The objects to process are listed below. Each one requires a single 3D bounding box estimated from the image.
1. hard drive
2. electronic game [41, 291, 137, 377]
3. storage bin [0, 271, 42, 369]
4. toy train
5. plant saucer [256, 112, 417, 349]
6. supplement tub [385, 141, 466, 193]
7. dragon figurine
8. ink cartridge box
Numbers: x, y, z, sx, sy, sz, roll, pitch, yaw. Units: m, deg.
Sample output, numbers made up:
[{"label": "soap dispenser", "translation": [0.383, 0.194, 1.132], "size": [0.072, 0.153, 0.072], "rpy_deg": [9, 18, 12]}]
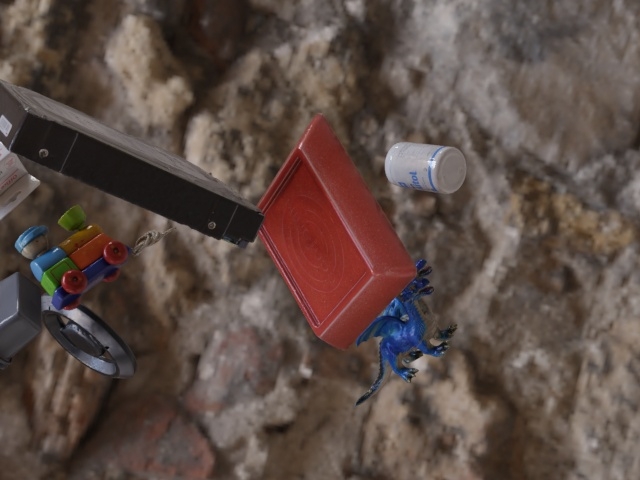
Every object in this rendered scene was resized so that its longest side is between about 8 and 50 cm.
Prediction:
[{"label": "hard drive", "translation": [-0.258, -0.101, 1.585], "size": [0.064, 0.339, 0.237], "rpy_deg": [-63, 28, 4]}, {"label": "electronic game", "translation": [-0.440, 0.181, 2.318], "size": [0.048, 0.229, 0.229], "rpy_deg": [-52, -5, -27]}, {"label": "storage bin", "translation": [-0.489, 0.113, 1.909], "size": [0.091, 0.098, 0.135], "rpy_deg": [-35, 38, 13]}, {"label": "toy train", "translation": [-0.385, -0.004, 2.092], "size": [0.248, 0.143, 0.105], "rpy_deg": [-38, -6, -28]}, {"label": "plant saucer", "translation": [0.000, 0.000, 1.678], "size": [0.258, 0.048, 0.259], "rpy_deg": [60, 148, 15]}, {"label": "supplement tub", "translation": [0.157, -0.109, 1.822], "size": [0.107, 0.071, 0.071], "rpy_deg": [10, 84, 47]}, {"label": "dragon figurine", "translation": [0.113, 0.142, 1.925], "size": [0.289, 0.144, 0.085], "rpy_deg": [-43, 9, 41]}, {"label": "ink cartridge box", "translation": [-0.548, -0.114, 1.964], "size": [0.104, 0.181, 0.061], "rpy_deg": [-47, -33, -21]}]
